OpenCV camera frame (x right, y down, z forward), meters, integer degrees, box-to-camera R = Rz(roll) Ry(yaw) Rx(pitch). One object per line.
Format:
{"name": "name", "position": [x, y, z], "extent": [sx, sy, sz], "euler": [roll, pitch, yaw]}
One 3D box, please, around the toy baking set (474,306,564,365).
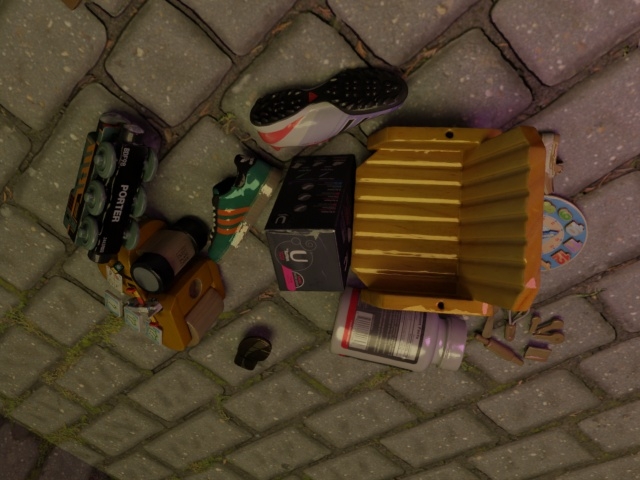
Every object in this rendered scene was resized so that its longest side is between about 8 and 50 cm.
{"name": "toy baking set", "position": [0.496, 0.227, 1.479], "extent": [0.256, 0.030, 0.197], "euler": [28, 127, -10]}

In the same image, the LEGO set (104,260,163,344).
{"name": "LEGO set", "position": [-0.456, 0.155, 1.381], "extent": [0.182, 0.060, 0.244], "euler": [34, 140, 10]}

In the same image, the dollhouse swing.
{"name": "dollhouse swing", "position": [0.203, -0.039, 1.045], "extent": [0.315, 0.305, 0.347], "euler": [3, 90, 9]}

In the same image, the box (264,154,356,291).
{"name": "box", "position": [-0.006, -0.041, 1.214], "extent": [0.143, 0.270, 0.165], "euler": [0, 128, 13]}

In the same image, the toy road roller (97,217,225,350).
{"name": "toy road roller", "position": [-0.408, 0.099, 1.484], "extent": [0.240, 0.202, 0.329], "euler": [7, 129, 26]}

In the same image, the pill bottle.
{"name": "pill bottle", "position": [0.192, 0.230, 1.453], "extent": [0.318, 0.176, 0.176], "euler": [12, 131, 4]}

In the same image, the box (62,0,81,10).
{"name": "box", "position": [-0.496, -0.556, 1.070], "extent": [0.164, 0.021, 0.201], "euler": [-31, 116, 32]}

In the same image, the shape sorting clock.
{"name": "shape sorting clock", "position": [0.474, -0.012, 1.275], "extent": [0.206, 0.040, 0.206], "euler": [6, 130, 8]}

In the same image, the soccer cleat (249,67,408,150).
{"name": "soccer cleat", "position": [0.022, -0.253, 1.158], "extent": [0.318, 0.109, 0.116], "euler": [-9, 148, 17]}

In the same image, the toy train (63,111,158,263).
{"name": "toy train", "position": [-0.475, -0.118, 1.297], "extent": [0.190, 0.142, 0.334], "euler": [39, 118, 37]}

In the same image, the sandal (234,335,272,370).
{"name": "sandal", "position": [-0.196, 0.320, 1.705], "extent": [0.090, 0.060, 0.219], "euler": [27, 144, -2]}

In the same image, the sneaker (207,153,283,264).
{"name": "sneaker", "position": [-0.206, -0.075, 1.350], "extent": [0.121, 0.108, 0.302], "euler": [30, 121, -11]}

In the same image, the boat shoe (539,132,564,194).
{"name": "boat shoe", "position": [0.460, -0.151, 1.157], "extent": [0.045, 0.050, 0.135], "euler": [-3, 128, 23]}
